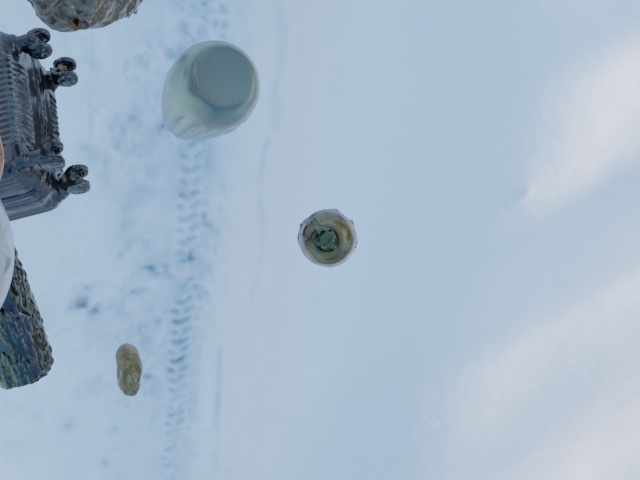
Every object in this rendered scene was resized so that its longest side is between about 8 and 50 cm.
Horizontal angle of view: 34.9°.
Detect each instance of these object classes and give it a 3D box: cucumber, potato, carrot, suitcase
[{"bbox_3d":[-0.271,0.028,0.835,0.058,0.058,0.187,-23,109,-23],"label":"cucumber"},{"bbox_3d":[-0.310,0.208,1.649,0.045,0.092,0.046,12,147,-31],"label":"potato"},{"bbox_3d":[0.000,0.000,0.890,0.049,0.049,0.254,-41,-178,-4],"label":"carrot"},{"bbox_3d":[-0.425,-0.106,1.148,0.312,0.202,0.128,-15,160,6],"label":"suitcase"}]

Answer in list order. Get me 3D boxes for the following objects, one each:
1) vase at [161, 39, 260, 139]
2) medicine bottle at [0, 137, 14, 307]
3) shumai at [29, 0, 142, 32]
[{"bbox_3d":[-0.170,-0.201,1.459,0.128,0.248,0.128,3,82,-20],"label":"vase"},{"bbox_3d":[-0.263,0.034,0.548,0.157,0.157,0.289,0,144,-39],"label":"medicine bottle"},{"bbox_3d":[-0.243,-0.293,0.907,0.166,0.175,0.206,-15,113,-55],"label":"shumai"}]
